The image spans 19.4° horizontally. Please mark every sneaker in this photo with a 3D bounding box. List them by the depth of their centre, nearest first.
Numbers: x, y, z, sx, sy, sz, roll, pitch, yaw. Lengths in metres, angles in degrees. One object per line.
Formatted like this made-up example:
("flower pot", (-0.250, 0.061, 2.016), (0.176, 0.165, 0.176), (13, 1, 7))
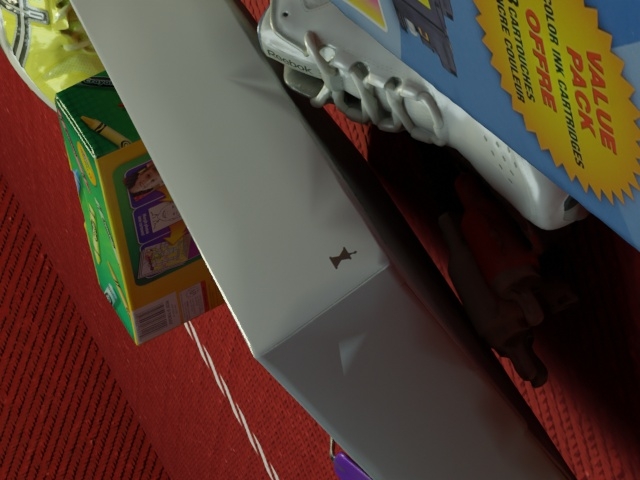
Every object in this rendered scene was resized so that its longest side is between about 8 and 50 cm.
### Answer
("sneaker", (0.044, -0.103, 1.035), (0.297, 0.129, 0.111), (51, 160, 35))
("sneaker", (-0.240, -0.260, 1.688), (0.385, 0.145, 0.147), (67, 165, -17))

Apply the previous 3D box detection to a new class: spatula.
("spatula", (-0.003, 0.157, 1.803), (0.296, 0.030, 0.084), (58, 166, 18))

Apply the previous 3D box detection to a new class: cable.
("cable", (0.068, -0.047, 1.144), (0.287, 0.072, 0.139), (54, 167, 26))

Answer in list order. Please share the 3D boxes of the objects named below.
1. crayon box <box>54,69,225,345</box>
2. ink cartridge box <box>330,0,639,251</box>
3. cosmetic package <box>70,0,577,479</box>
("crayon box", (-0.116, -0.045, 1.588), (0.081, 0.165, 0.278), (54, 162, 31))
("ink cartridge box", (0.125, -0.148, 0.661), (0.395, 0.151, 0.270), (43, 155, 50))
("cosmetic package", (0.000, 0.000, 1.159), (0.284, 0.097, 0.377), (53, -175, -44))
